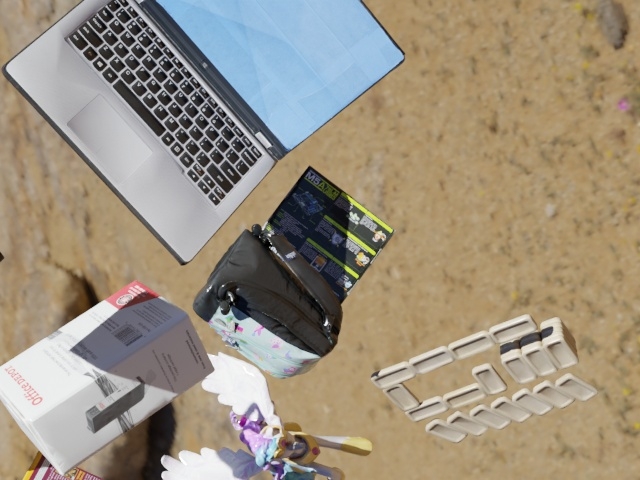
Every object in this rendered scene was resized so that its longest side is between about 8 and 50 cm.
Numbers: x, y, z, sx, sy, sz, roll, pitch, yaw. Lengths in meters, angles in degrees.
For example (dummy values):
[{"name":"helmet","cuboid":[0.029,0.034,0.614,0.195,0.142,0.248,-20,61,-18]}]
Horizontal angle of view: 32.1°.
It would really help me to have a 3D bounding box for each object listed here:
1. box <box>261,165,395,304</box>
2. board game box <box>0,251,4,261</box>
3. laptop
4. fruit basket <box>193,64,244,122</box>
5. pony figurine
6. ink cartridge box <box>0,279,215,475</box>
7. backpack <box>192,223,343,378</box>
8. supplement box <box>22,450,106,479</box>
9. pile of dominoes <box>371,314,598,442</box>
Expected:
[{"name":"box","cuboid":[0.000,0.000,1.907,0.190,0.184,0.045,36,172,0]},{"name":"board game box","cuboid":[-0.489,0.032,1.347,0.186,0.126,0.026,19,149,30]},{"name":"laptop","cuboid":[-0.158,-0.255,1.613,0.382,0.408,0.236,48,144,-14]},{"name":"fruit basket","cuboid":[-0.301,-0.302,2.288,0.392,0.392,0.283,-11,101,66]},{"name":"pony figurine","cuboid":[-0.112,0.416,2.334,0.350,0.363,0.303,7,78,31]},{"name":"ink cartridge box","cuboid":[-0.327,0.197,1.651,0.197,0.272,0.114,23,141,55]},{"name":"backpack","cuboid":[-0.062,0.090,1.426,0.182,0.152,0.115,38,141,-9]},{"name":"supplement box","cuboid":[-0.490,0.502,2.158,0.188,0.104,0.081,26,131,-5]},{"name":"pile of dominoes","cuboid":[0.221,0.181,1.489,0.196,0.251,0.040,48,-151,-36]}]
